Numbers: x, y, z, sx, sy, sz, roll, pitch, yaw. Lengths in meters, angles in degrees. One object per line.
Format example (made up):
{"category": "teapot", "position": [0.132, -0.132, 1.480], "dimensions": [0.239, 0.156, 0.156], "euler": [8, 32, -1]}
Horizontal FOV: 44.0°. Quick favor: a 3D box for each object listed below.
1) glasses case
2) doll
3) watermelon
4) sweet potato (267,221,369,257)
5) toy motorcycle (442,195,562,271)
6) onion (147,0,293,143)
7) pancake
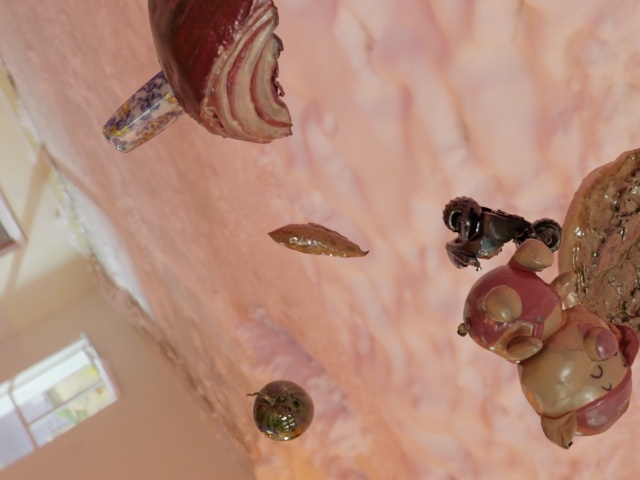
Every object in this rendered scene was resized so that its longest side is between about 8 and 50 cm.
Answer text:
{"category": "glasses case", "position": [-0.267, -0.246, 1.374], "dimensions": [0.065, 0.248, 0.087], "euler": [48, 179, 18]}
{"category": "doll", "position": [0.313, 0.137, 1.057], "dimensions": [0.256, 0.196, 0.152], "euler": [49, 170, -1]}
{"category": "watermelon", "position": [-0.092, 0.381, 1.794], "dimensions": [0.141, 0.141, 0.187], "euler": [45, 178, 33]}
{"category": "sweet potato", "position": [0.000, 0.000, 1.491], "dimensions": [0.060, 0.206, 0.068], "euler": [131, 150, -50]}
{"category": "toy motorcycle", "position": [0.377, 0.003, 1.688], "dimensions": [0.106, 0.271, 0.159], "euler": [-108, 34, -73]}
{"category": "onion", "position": [-0.167, -0.263, 1.096], "dimensions": [0.280, 0.146, 0.314], "euler": [43, 165, 29]}
{"category": "pancake", "position": [0.552, 0.019, 1.401], "dimensions": [0.071, 0.382, 0.382], "euler": [20, 137, 51]}
